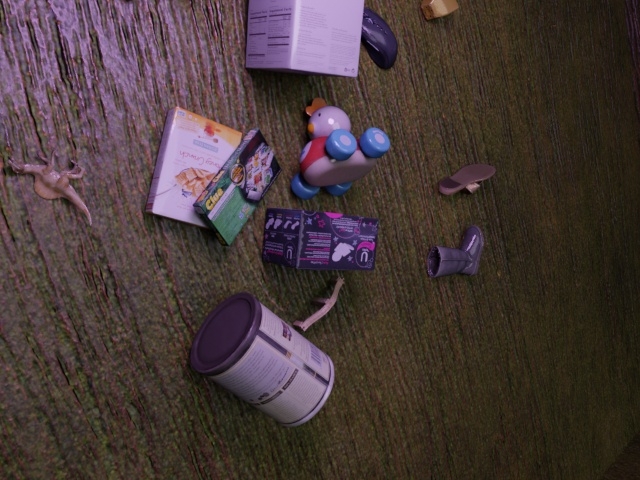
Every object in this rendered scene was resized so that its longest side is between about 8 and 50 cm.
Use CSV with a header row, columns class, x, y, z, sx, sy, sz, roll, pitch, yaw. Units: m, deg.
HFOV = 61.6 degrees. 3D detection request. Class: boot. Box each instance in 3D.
class,x,y,z,sx,sy,sz,roll,pitch,yaw
boot,0.443,0.034,1.772,0.209,0.076,0.189,7,85,-31

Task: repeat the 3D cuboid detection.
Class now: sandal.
class,x,y,z,sx,sy,sz,roll,pitch,yaw
sandal,0.483,-0.186,1.803,0.240,0.088,0.079,-23,137,-28

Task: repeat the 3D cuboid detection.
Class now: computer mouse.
class,x,y,z,sx,sy,sz,roll,pitch,yaw
computer mouse,0.129,-0.577,1.508,0.262,0.060,0.184,50,62,-27

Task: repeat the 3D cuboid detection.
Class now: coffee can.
class,x,y,z,sx,sy,sz,roll,pitch,yaw
coffee can,-0.129,0.278,1.237,0.275,0.202,0.201,44,65,-30

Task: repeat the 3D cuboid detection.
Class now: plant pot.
class,x,y,z,sx,sy,sz,roll,pitch,yaw
plant pot,0.364,-0.734,1.680,0.083,0.081,0.081,-42,116,-16

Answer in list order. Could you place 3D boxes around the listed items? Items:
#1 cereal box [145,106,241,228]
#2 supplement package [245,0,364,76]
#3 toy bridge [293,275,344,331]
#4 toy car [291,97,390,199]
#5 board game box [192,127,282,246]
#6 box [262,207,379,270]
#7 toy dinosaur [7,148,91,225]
class,x,y,z,sx,sy,sz,roll,pitch,yaw
cereal box,-0.280,-0.155,1.204,0.173,0.047,0.240,15,81,-40
supplement package,-0.037,-0.529,1.261,0.199,0.198,0.262,-7,109,-38
toy bridge,0.007,0.166,1.429,0.188,0.063,0.026,-48,118,-26
toy car,0.015,-0.263,1.376,0.210,0.219,0.237,-11,69,-37
board game box,-0.185,-0.126,1.248,0.259,0.030,0.136,-60,142,-32
box,0.000,0.000,1.357,0.248,0.163,0.141,5,92,-38
toy dinosaur,-0.503,-0.115,1.042,0.183,0.053,0.092,39,83,-24
